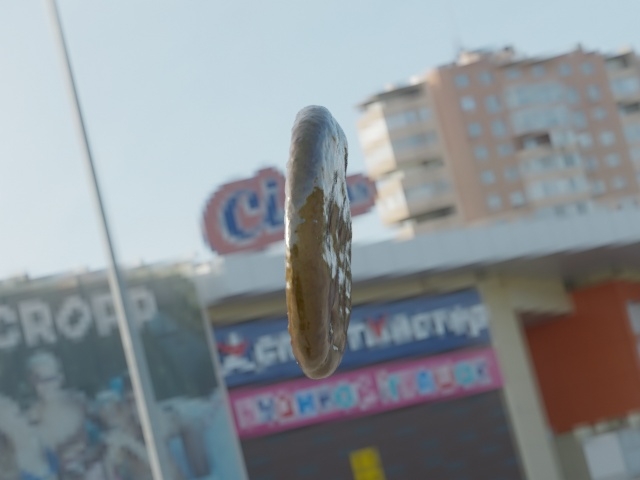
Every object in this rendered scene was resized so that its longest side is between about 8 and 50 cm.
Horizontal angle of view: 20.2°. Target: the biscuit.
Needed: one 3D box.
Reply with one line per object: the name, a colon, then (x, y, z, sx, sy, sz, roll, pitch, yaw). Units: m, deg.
biscuit: (0.000, 0.000, 1.333, 0.036, 0.212, 0.212, -1, -9, 6)
